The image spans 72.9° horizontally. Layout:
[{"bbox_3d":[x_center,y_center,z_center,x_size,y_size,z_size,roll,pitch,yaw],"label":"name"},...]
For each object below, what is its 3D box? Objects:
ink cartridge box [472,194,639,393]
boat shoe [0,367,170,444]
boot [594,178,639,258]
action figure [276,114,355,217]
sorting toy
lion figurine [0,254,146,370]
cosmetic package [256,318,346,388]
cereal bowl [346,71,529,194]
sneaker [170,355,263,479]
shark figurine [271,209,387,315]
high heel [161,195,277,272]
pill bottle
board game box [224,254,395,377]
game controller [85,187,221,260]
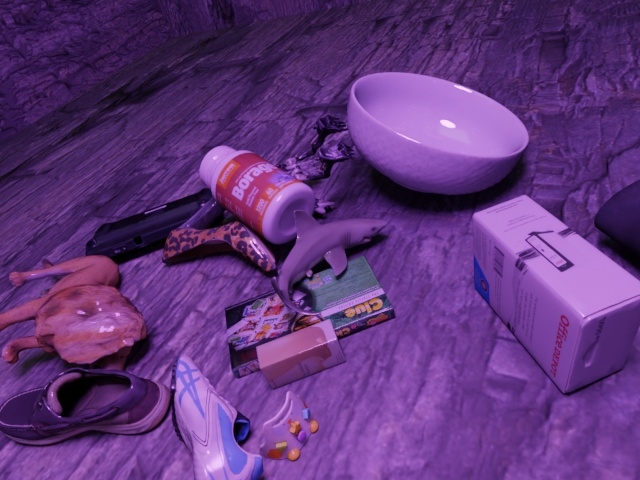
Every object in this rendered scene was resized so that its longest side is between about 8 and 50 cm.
[{"bbox_3d":[0.284,0.061,0.548,0.086,0.148,0.203,-21,40,-5],"label":"ink cartridge box"},{"bbox_3d":[-0.370,0.239,0.649,0.286,0.092,0.102,-7,40,14],"label":"boat shoe"},{"bbox_3d":[0.452,0.078,0.458,0.368,0.146,0.444,-10,42,-1],"label":"boot"},{"bbox_3d":[-0.038,-0.120,0.903,0.276,0.141,0.163,-40,58,36],"label":"action figure"},{"bbox_3d":[-0.043,0.228,0.542,0.045,0.075,0.083,16,51,36],"label":"sorting toy"},{"bbox_3d":[-0.451,0.102,0.813,0.241,0.142,0.392,-18,34,-11],"label":"lion figurine"},{"bbox_3d":[-0.027,0.164,0.624,0.115,0.060,0.041,-22,39,-1],"label":"cosmetic package"},{"bbox_3d":[0.209,-0.197,0.848,0.340,0.141,0.338,7,42,-7],"label":"cereal bowl"},{"bbox_3d":[-0.149,0.239,0.582,0.086,0.085,0.237,-8,28,-29],"label":"sneaker"},{"bbox_3d":[-0.026,0.012,0.724,0.166,0.116,0.278,-1,28,39],"label":"shark figurine"},{"bbox_3d":[-0.205,0.033,0.858,0.186,0.093,0.261,-46,53,-3],"label":"high heel"},{"bbox_3d":[-0.124,-0.093,0.807,0.216,0.121,0.121,34,61,29],"label":"pill bottle"},{"bbox_3d":[-0.025,0.117,0.704,0.260,0.030,0.136,-20,37,-1],"label":"board game box"},{"bbox_3d":[-0.386,-0.037,1.018,0.320,0.067,0.166,-19,23,-3],"label":"game controller"}]
